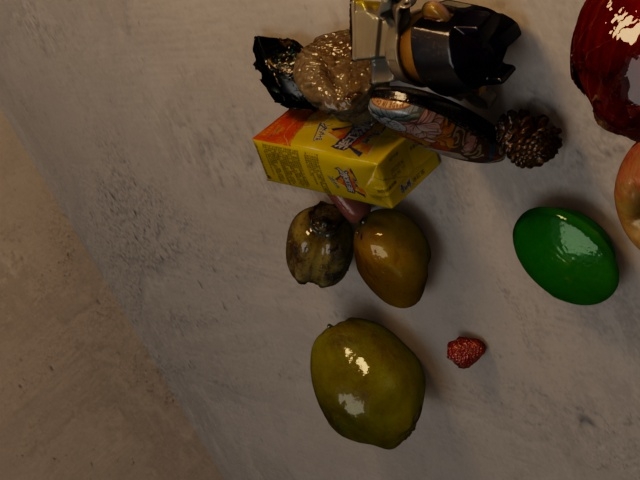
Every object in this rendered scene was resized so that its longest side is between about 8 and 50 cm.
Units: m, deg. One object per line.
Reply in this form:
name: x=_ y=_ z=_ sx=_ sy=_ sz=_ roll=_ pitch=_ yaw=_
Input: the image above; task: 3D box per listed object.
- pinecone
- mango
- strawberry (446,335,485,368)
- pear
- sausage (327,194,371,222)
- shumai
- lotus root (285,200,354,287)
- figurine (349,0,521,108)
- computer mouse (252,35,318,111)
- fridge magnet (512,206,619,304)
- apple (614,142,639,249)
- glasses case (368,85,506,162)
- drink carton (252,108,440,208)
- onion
pinecone: x=0.334 y=-0.167 z=1.888 sx=0.109 sy=0.102 sz=0.102 roll=30 pitch=147 yaw=30
mango: x=0.150 y=0.042 z=2.370 sx=0.167 sy=0.130 sz=0.262 roll=27 pitch=152 yaw=24
strawberry: x=0.314 y=0.234 z=2.461 sx=0.083 sy=0.073 sz=0.073 roll=-32 pitch=102 yaw=24
pear: x=0.106 y=0.328 z=2.668 sx=0.321 sy=0.269 sz=0.269 roll=57 pitch=153 yaw=11
sausage: x=0.043 y=-0.107 z=2.395 sx=0.154 sy=0.062 sz=0.062 roll=52 pitch=151 yaw=-8
shumai: x=0.053 y=-0.271 z=2.093 sx=0.206 sy=0.166 sz=0.175 roll=56 pitch=175 yaw=46
lotus root: x=0.001 y=-0.002 z=2.505 sx=0.154 sy=0.154 sz=0.278 roll=37 pitch=151 yaw=18
figurine: x=0.185 y=-0.311 z=1.867 sx=0.309 sy=0.143 sz=0.308 roll=21 pitch=176 yaw=2
computer mouse: x=-0.075 y=-0.321 z=2.236 sx=0.242 sy=0.078 sz=0.146 roll=41 pitch=147 yaw=48
fridge magnet: x=0.428 y=0.024 z=2.007 sx=0.208 sy=0.088 sz=0.208 roll=33 pitch=149 yaw=23
apple: x=0.529 y=-0.070 z=1.681 sx=0.209 sy=0.164 sz=0.209 roll=44 pitch=151 yaw=32
glasses case: x=0.200 y=-0.188 z=1.903 sx=0.122 sy=0.082 sz=0.321 roll=12 pitch=177 yaw=38
drink carton: x=0.043 y=-0.168 z=2.222 sx=0.351 sy=0.154 sz=0.111 roll=16 pitch=138 yaw=44
onion: x=0.459 y=-0.236 z=1.499 sx=0.276 sy=0.276 sz=0.276 roll=34 pitch=148 yaw=24
